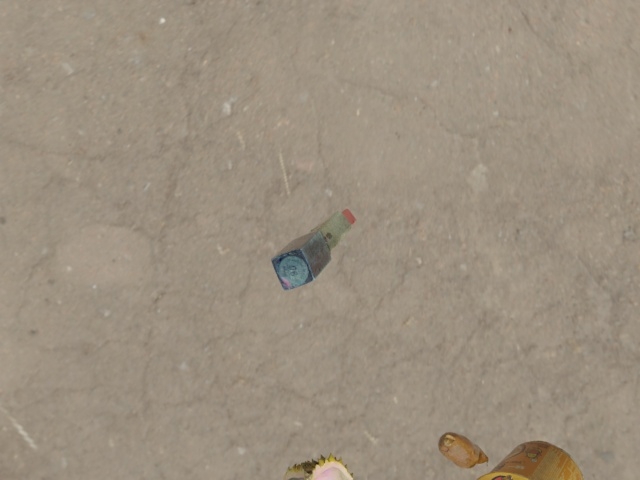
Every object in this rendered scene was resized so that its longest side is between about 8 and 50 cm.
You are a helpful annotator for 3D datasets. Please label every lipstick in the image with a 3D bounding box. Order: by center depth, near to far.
[{"bbox_3d":[0.000,0.000,1.260,0.051,0.312,0.051,-23,98,19],"label":"lipstick"}]

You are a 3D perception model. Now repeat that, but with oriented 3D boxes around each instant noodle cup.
[{"bbox_3d":[0.433,0.523,1.714,0.216,0.172,0.215,15,118,31],"label":"instant noodle cup"}]

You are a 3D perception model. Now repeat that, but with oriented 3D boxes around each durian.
[{"bbox_3d":[-0.011,0.480,1.510,0.165,0.132,0.182,-21,90,14],"label":"durian"}]

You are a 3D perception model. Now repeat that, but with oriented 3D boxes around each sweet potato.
[{"bbox_3d":[0.264,0.385,1.517,0.056,0.056,0.195,-27,146,21],"label":"sweet potato"}]
